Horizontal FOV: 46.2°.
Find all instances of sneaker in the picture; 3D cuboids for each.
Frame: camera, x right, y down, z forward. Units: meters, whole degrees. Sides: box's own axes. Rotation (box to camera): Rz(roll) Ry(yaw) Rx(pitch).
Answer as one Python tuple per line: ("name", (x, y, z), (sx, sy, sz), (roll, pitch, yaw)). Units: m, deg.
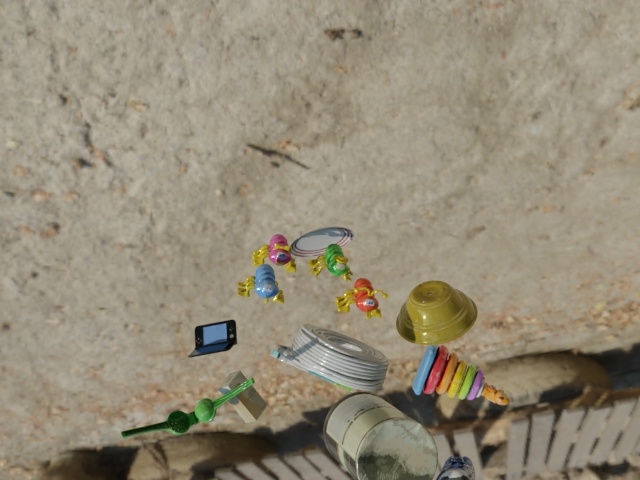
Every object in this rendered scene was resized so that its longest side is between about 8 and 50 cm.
("sneaker", (0.251, 0.445, 1.412), (0.080, 0.081, 0.211), (-4, 156, 10))

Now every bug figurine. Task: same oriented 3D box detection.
("bug figurine", (-0.017, 0.062, 1.401), (0.279, 0.216, 0.072), (9, 119, -17))

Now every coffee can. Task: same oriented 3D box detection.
("coffee can", (0.140, 0.500, 1.847), (0.202, 0.201, 0.275), (3, -179, -16))

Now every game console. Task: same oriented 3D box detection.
("game console", (-0.295, 0.267, 2.046), (0.122, 0.107, 0.071), (-11, 155, 10))

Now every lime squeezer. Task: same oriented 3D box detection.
("lime squeezer", (-0.295, 0.389, 1.716), (0.311, 0.058, 0.110), (-20, 139, -11))

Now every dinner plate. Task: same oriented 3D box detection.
("dinner plate", (0.000, 0.000, 1.553), (0.141, 0.017, 0.141), (-13, 157, -6))

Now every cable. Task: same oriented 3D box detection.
("cable", (0.051, 0.295, 1.919), (0.257, 0.089, 0.257), (23, -176, 34))

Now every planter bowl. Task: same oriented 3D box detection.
("planter bowl", (0.293, 0.167, 1.956), (0.217, 0.217, 0.090), (-13, 122, 9))

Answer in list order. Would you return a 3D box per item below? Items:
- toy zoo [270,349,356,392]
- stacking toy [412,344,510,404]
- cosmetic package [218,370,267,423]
("toy zoo", (-0.021, 0.409, 2.378), (0.293, 0.030, 0.192), (23, 172, 6))
("stacking toy", (0.458, 0.448, 2.381), (0.302, 0.165, 0.175), (21, -173, 10))
("cosmetic package", (-0.186, 0.376, 1.805), (0.041, 0.060, 0.115), (-25, 109, 40))
